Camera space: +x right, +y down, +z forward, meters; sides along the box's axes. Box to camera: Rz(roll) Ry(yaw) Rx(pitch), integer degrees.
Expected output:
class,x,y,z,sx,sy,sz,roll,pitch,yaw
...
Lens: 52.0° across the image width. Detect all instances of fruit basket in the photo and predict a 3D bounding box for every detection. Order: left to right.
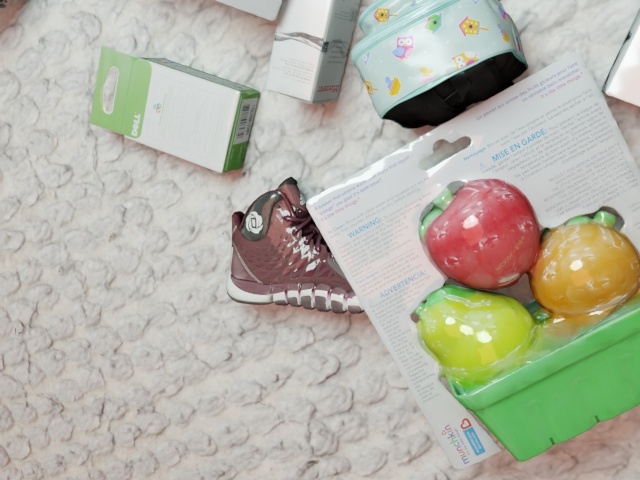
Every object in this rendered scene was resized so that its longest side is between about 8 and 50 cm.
class,x,y,z,sx,sy,sz,roll,pitch,yaw
fruit basket,0.208,0.033,0.714,0.327,0.165,0.353,-30,90,6

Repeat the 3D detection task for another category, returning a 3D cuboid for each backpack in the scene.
class,x,y,z,sx,sy,sz,roll,pitch,yaw
backpack,0.120,-0.197,0.686,0.166,0.188,0.144,-22,96,24

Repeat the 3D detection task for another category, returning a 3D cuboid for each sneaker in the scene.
class,x,y,z,sx,sy,sz,roll,pitch,yaw
sneaker,0.000,0.000,0.828,0.281,0.106,0.162,0,101,20

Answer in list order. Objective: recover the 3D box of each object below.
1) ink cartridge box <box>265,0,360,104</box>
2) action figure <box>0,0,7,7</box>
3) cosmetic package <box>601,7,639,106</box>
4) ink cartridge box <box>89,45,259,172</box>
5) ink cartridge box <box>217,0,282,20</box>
class,x,y,z,sx,sy,sz,roll,pitch,yaw
ink cartridge box,-0.005,-0.241,0.762,0.063,0.109,0.150,18,109,13
action figure,-0.473,-0.369,0.880,0.164,0.141,0.276,48,117,4
cosmetic package,0.356,-0.248,0.639,0.060,0.099,0.239,25,110,12
ink cartridge box,-0.195,-0.176,0.872,0.209,0.062,0.109,21,110,14
ink cartridge box,-0.100,-0.349,0.726,0.203,0.086,0.148,48,121,48
